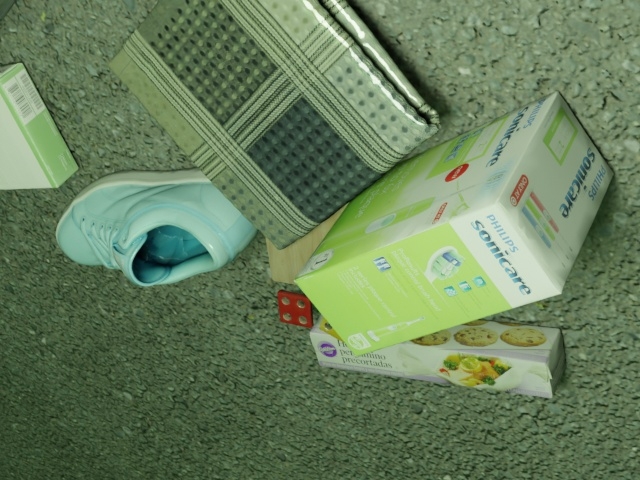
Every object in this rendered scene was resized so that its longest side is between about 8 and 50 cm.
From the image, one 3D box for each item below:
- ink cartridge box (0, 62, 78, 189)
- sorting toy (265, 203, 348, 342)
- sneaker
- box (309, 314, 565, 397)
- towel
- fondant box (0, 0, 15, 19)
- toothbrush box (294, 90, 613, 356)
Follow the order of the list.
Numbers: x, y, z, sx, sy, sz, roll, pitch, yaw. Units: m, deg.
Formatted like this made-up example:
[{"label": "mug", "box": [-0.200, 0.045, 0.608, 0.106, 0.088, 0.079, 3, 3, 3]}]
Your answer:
[{"label": "ink cartridge box", "box": [-0.465, -0.148, 1.592, 0.235, 0.056, 0.171, 0, 127, 36]}, {"label": "sorting toy", "box": [0.000, 0.000, 1.435, 0.132, 0.046, 0.274, 8, 121, 26]}, {"label": "sneaker", "box": [-0.240, -0.006, 1.511, 0.366, 0.150, 0.135, -12, 119, 38]}, {"label": "box", "box": [0.145, 0.137, 1.466, 0.324, 0.067, 0.063, 5, 130, 29]}, {"label": "towel", "box": [-0.062, -0.174, 1.303, 0.324, 0.056, 0.312, 48, 136, -5]}, {"label": "fondant box", "box": [-0.435, -0.258, 1.273, 0.096, 0.330, 0.238, 45, 137, -10]}, {"label": "toothbrush box", "box": [0.141, -0.013, 1.232, 0.283, 0.206, 0.122, -21, 114, 42]}]
